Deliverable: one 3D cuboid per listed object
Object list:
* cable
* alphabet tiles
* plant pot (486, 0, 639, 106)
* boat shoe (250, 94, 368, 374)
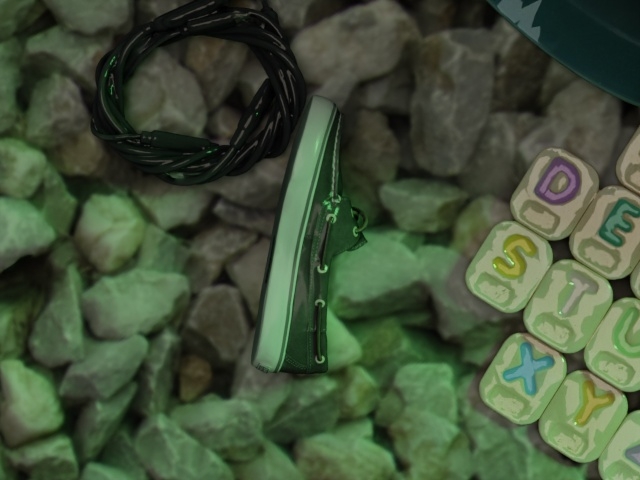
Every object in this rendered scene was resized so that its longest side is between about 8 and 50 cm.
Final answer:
[{"bbox_3d":[-0.105,-0.120,1.213,0.184,0.047,0.151,-23,91,8],"label":"cable"},{"bbox_3d":[0.263,0.053,1.148,0.284,0.021,0.278,33,96,10],"label":"alphabet tiles"},{"bbox_3d":[0.239,-0.277,1.038,0.271,0.271,0.255,42,87,8],"label":"plant pot"},{"bbox_3d":[0.000,0.000,1.175,0.076,0.080,0.229,11,89,-6],"label":"boat shoe"}]
